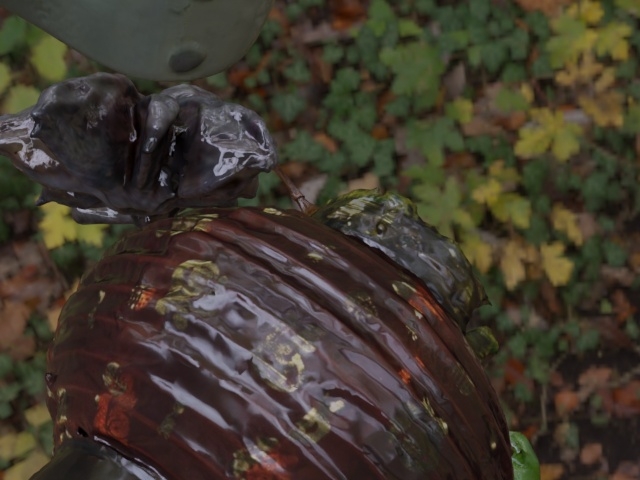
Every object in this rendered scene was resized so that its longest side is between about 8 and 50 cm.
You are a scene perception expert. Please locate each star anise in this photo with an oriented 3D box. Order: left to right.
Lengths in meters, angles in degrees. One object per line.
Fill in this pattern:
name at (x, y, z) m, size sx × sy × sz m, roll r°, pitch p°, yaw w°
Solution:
star anise at (-0.184, -0.088, 1.333) m, size 0.359 × 0.316 × 0.139 m, roll -2°, pitch 67°, yaw 31°

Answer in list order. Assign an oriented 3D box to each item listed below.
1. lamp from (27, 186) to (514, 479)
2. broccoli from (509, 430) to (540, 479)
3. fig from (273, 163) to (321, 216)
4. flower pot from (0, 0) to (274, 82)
lamp at (-0.017, 0.087, 0.647) m, size 0.247 × 0.247 × 0.247 m, roll -7°, pitch 42°, yaw 7°
broccoli at (0.109, 0.306, 1.401) m, size 0.297 × 0.298 × 0.297 m, roll -17°, pitch 37°, yaw -37°
fig at (0.000, 0.000, 1.681) m, size 0.146 × 0.133 × 0.201 m, roll -49°, pitch 56°, yaw 11°
flower pot at (-0.215, -0.203, 0.743) m, size 0.367 × 0.165 × 0.254 m, roll -5°, pitch 54°, yaw -25°
